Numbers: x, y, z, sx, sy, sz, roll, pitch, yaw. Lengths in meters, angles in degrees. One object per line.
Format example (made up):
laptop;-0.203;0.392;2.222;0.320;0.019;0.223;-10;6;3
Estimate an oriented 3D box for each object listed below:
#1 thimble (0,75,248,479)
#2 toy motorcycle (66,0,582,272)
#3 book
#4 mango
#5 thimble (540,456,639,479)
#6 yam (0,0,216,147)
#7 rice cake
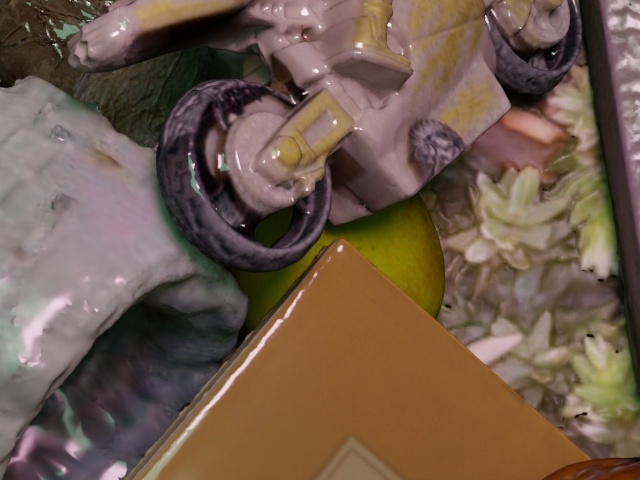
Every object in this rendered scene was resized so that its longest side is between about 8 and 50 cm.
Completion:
thimble;-0.159;0.051;0.834;0.172;0.205;0.250;39;102;16
toy motorcycle;0.010;-0.129;0.865;0.341;0.108;0.223;-38;102;-43
book;0.067;0.221;0.836;0.389;0.032;0.269;43;77;-4
mango;0.007;0.000;0.915;0.117;0.089;0.163;-8;74;-6
thimble;0.171;0.213;0.768;0.237;0.150;0.237;2;83;-15
yam;-0.160;-0.129;0.948;0.183;0.107;0.107;37;77;13
rice cake;0.184;-0.081;0.952;0.056;0.072;0.365;-5;72;1
